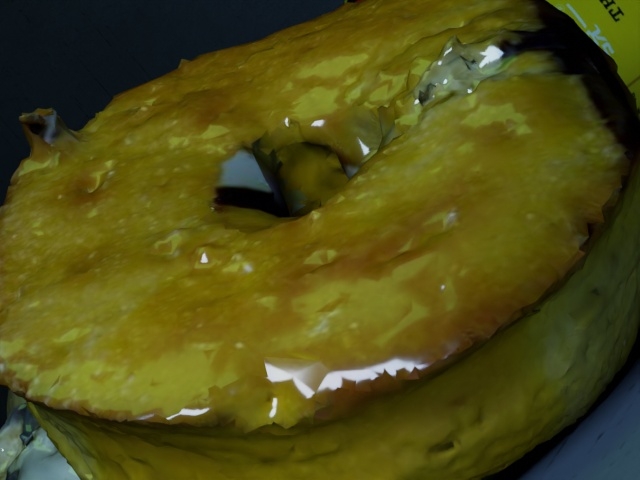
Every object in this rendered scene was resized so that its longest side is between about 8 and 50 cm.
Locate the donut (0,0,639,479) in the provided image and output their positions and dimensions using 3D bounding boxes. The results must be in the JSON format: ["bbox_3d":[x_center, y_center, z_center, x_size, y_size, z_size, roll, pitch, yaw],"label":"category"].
[{"bbox_3d":[-0.001,-0.001,0.645,0.253,0.118,0.253,-16,25,8],"label":"donut"}]

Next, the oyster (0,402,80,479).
[{"bbox_3d":[-0.092,0.130,0.783,0.081,0.191,0.163,22,-60,-41],"label":"oyster"}]

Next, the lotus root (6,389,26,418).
[{"bbox_3d":[-0.070,0.078,0.914,0.146,0.160,0.284,3,-22,-28],"label":"lotus root"}]

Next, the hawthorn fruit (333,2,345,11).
[{"bbox_3d":[0.067,-0.074,1.168,0.205,0.205,0.253,-40,12,48],"label":"hawthorn fruit"}]

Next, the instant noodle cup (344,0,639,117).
[{"bbox_3d":[0.121,-0.088,0.890,0.144,0.182,0.182,-33,-2,-20],"label":"instant noodle cup"}]
